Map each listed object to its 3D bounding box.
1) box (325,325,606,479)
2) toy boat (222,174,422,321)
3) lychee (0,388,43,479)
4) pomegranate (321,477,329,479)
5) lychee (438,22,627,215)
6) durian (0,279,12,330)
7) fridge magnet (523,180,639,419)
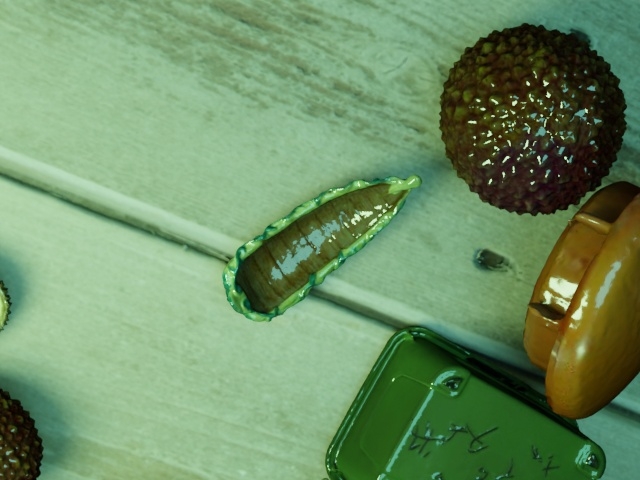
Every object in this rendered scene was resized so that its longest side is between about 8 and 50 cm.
[{"bbox_3d":[0.206,0.292,1.676,0.328,0.178,0.253,29,86,-18],"label":"box"},{"bbox_3d":[0.000,-0.004,1.627,0.293,0.099,0.108,-35,106,-2],"label":"toy boat"},{"bbox_3d":[-0.427,0.250,1.490,0.188,0.188,0.188,-2,97,-16],"label":"lychee"},{"bbox_3d":[-0.015,0.480,1.621,0.286,0.231,0.231,-41,106,-21],"label":"pomegranate"},{"bbox_3d":[0.278,-0.157,1.590,0.271,0.271,0.271,-2,97,-16],"label":"lychee"},{"bbox_3d":[-0.436,0.061,1.516,0.110,0.071,0.140,-20,117,-7],"label":"durian"},{"bbox_3d":[0.391,0.066,1.652,0.155,0.363,0.364,28,87,27],"label":"fridge magnet"}]
